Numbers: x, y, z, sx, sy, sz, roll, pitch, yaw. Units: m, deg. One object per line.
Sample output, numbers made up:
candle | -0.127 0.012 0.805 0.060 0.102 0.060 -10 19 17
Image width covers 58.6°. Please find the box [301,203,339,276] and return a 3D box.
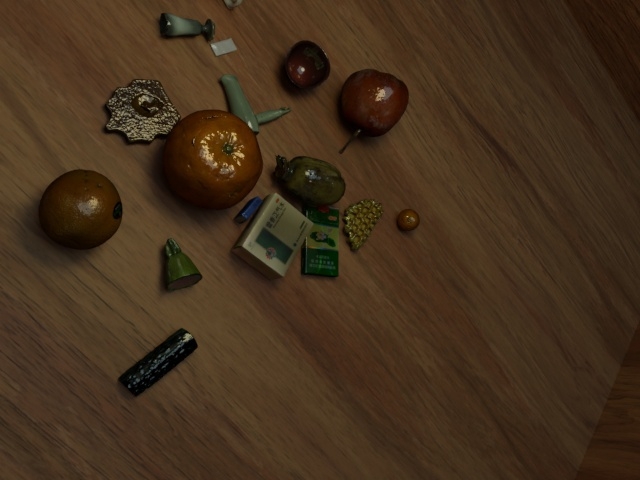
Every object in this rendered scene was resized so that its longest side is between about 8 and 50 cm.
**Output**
box | 0.000 0.000 1.884 0.132 0.034 0.235 8 76 -31

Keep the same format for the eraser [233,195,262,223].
eraser | -0.221 -0.093 1.745 0.027 0.063 0.084 46 61 -18

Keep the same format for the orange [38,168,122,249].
orange | -0.598 -0.079 1.433 0.206 0.206 0.206 6 78 -31

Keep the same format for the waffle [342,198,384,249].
waffle | 0.156 -0.062 1.987 0.192 0.046 0.160 -18 89 -33

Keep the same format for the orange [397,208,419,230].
orange | 0.319 -0.074 2.072 0.084 0.083 0.083 6 78 -31

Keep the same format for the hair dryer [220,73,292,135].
hair dryer | -0.193 -0.436 1.838 0.237 0.075 0.206 -14 82 -41

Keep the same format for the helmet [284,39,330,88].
helmet | -0.063 -0.567 1.906 0.155 0.106 0.175 37 66 -19

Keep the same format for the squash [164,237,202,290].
squash | -0.403 0.063 1.600 0.105 0.105 0.132 -15 71 -33

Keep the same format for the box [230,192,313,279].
box | -0.148 -0.013 1.760 0.168 0.095 0.212 38 63 -18

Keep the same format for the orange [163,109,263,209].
orange | -0.304 -0.230 1.622 0.284 0.226 0.283 3 84 -34

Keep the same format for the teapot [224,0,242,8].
teapot | -0.328 -0.880 1.782 0.204 0.139 0.298 -30 95 -34

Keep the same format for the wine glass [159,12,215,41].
wine glass | -0.403 -0.646 1.728 0.155 0.072 0.072 -8 85 -34

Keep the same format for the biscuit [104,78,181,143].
biscuit | -0.519 -0.360 1.625 0.215 0.034 0.182 -35 100 -30

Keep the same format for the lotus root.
lotus root | -0.047 -0.196 1.830 0.278 0.154 0.154 16 73 -30

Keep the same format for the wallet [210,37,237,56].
wallet | -0.308 -0.616 1.817 0.083 0.011 0.044 -29 97 -33

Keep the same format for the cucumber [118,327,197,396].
cucumber | -0.432 0.329 1.536 0.211 0.062 0.078 -41 104 -31

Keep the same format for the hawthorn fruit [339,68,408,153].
hawthorn fruit | 0.192 -0.469 1.972 0.231 0.235 0.262 -14 90 -36
